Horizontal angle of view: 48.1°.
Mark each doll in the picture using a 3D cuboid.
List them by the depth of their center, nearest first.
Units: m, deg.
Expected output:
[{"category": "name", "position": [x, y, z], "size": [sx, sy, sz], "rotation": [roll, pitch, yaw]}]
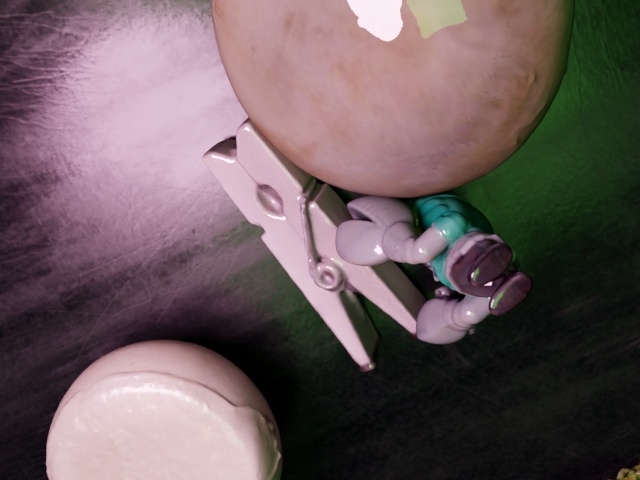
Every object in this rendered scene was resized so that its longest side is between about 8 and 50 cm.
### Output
[{"category": "doll", "position": [0.111, 0.012, 0.756], "size": [0.153, 0.258, 0.195], "rotation": [-35, 78, -2]}]

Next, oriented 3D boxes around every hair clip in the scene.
[{"category": "hair clip", "position": [-0.002, 0.002, 0.850], "size": [0.101, 0.085, 0.331], "rotation": [-31, 106, 31]}]

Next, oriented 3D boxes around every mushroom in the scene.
[{"category": "mushroom", "position": [0.074, -0.226, 0.718], "size": [0.362, 0.294, 0.362], "rotation": [16, 127, 22]}]

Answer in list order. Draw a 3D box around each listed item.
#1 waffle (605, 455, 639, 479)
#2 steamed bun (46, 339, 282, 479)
[{"category": "waffle", "position": [0.409, 0.397, 0.914], "size": [0.207, 0.054, 0.214], "rotation": [-32, 98, -29]}, {"category": "steamed bun", "position": [-0.183, 0.252, 0.887], "size": [0.282, 0.177, 0.283], "rotation": [1, 103, 5]}]
